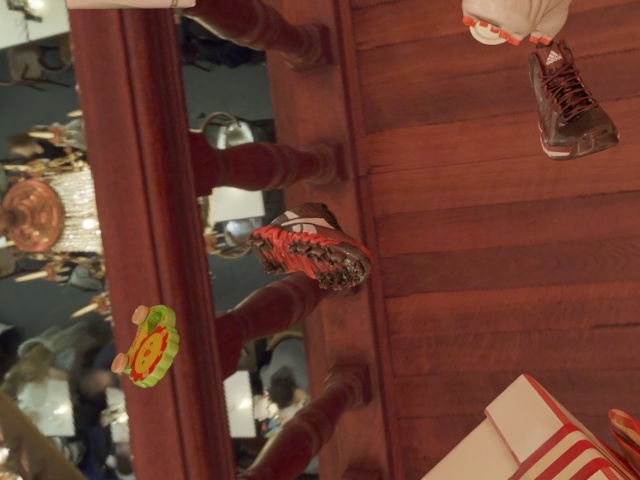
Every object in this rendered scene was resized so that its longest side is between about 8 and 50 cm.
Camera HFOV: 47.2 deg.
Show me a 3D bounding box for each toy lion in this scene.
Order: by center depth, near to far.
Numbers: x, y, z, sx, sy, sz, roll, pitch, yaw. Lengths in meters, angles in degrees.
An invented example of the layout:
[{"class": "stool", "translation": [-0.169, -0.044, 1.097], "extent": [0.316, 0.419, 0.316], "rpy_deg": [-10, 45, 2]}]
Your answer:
[{"class": "toy lion", "translation": [-0.189, 0.118, 0.826], "extent": [0.096, 0.034, 0.100], "rpy_deg": [-17, 47, 44]}]

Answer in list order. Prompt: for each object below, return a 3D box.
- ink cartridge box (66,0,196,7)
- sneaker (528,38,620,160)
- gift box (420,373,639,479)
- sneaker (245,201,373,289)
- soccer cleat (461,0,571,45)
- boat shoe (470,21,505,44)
[{"class": "ink cartridge box", "translation": [-0.260, -0.349, 1.018], "extent": [0.181, 0.225, 0.056], "rpy_deg": [-6, 109, -17]}, {"class": "sneaker", "translation": [0.375, -0.230, 1.149], "extent": [0.107, 0.281, 0.162], "rpy_deg": [-19, 108, 10]}, {"class": "gift box", "translation": [0.196, 0.276, 0.519], "extent": [0.276, 0.255, 0.258], "rpy_deg": [41, 98, -17]}, {"class": "sneaker", "translation": [0.000, 0.000, 1.170], "extent": [0.276, 0.135, 0.097], "rpy_deg": [10, 136, 53]}, {"class": "soccer cleat", "translation": [0.182, -0.221, 0.661], "extent": [0.068, 0.196, 0.076], "rpy_deg": [31, 117, 22]}, {"class": "boat shoe", "translation": [0.304, -0.467, 1.164], "extent": [0.109, 0.091, 0.305], "rpy_deg": [12, 135, 3]}]
